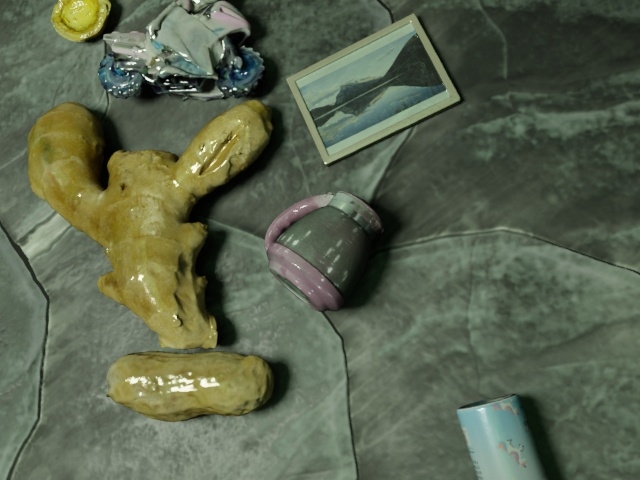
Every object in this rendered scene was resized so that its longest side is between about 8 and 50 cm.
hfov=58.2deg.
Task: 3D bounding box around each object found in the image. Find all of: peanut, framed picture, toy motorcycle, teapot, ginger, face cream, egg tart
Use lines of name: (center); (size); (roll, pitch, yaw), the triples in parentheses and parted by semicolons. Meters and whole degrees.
peanut: (-0.163, 0.180, 0.729); (0.214, 0.099, 0.099); (-7, 77, 6)
framed picture: (0.070, -0.209, 0.799); (0.203, 0.015, 0.150); (-24, 74, 6)
toy motorcycle: (-0.197, -0.302, 0.835); (0.239, 0.108, 0.204); (3, 82, -9)
teapot: (0.007, 0.007, 0.734); (0.116, 0.148, 0.146); (45, 76, -18)
ginger: (-0.261, -0.040, 0.783); (0.363, 0.122, 0.348); (6, 70, 3)
face cream: (0.219, 0.290, 0.628); (0.075, 0.075, 0.229); (-18, 76, 8)
egg tart: (-0.376, -0.356, 0.916); (0.105, 0.039, 0.105); (-3, 77, 12)
